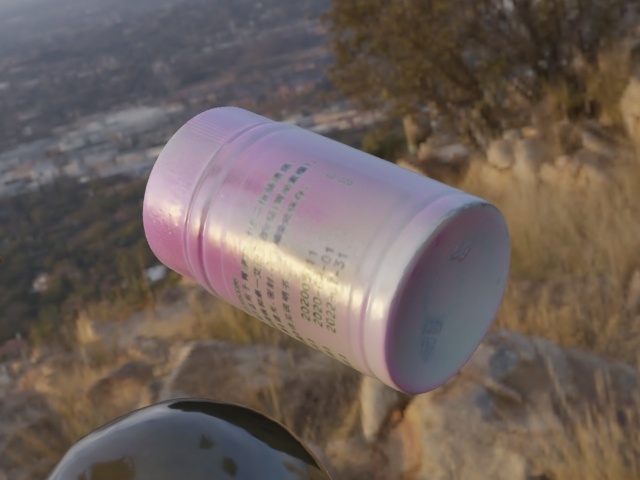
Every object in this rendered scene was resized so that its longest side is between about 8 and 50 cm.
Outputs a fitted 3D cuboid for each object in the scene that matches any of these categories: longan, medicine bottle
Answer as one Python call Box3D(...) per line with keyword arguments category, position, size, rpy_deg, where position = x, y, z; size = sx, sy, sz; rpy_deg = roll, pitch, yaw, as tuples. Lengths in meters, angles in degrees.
Box3D(category="longan", position=(-0.078, 0.189, 0.712), size=(0.197, 0.196, 0.220), rpy_deg=(-7, 45, 20))
Box3D(category="medicine bottle", position=(0.000, 0.000, 0.954), size=(0.254, 0.152, 0.152), rpy_deg=(25, 36, 36))

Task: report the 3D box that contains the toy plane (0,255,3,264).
Box3D(category="toy plane", position=(-0.216, -0.019, 0.634), size=(0.096, 0.060, 0.235), rpy_deg=(-6, -6, -10))
